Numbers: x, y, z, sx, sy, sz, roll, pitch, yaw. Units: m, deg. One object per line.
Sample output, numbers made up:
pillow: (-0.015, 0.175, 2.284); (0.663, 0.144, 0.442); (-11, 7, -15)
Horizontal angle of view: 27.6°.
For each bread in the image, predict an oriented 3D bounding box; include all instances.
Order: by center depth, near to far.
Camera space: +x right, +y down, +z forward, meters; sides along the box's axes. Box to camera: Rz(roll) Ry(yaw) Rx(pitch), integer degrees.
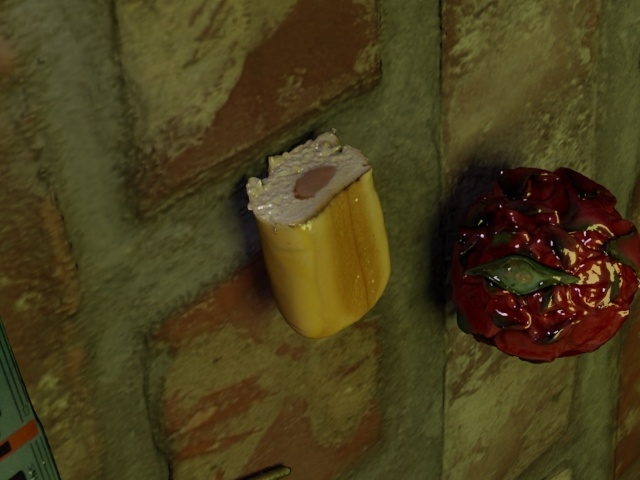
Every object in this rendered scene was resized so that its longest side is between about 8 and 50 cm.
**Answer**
bread: (-0.002, 0.000, 1.218); (0.134, 0.085, 0.173); (-41, 136, -35)

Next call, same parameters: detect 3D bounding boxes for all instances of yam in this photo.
yam: (-0.069, 0.248, 1.338); (0.107, 0.014, 0.014); (-9, 117, -49)

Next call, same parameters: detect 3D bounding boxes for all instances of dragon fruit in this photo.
dragon fruit: (0.255, 0.019, 1.484); (0.293, 0.234, 0.234); (-52, 157, -74)

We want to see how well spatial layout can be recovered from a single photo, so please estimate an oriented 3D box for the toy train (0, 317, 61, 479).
toy train: (-0.261, 0.143, 0.975); (0.089, 0.086, 0.409); (-36, 136, -33)
